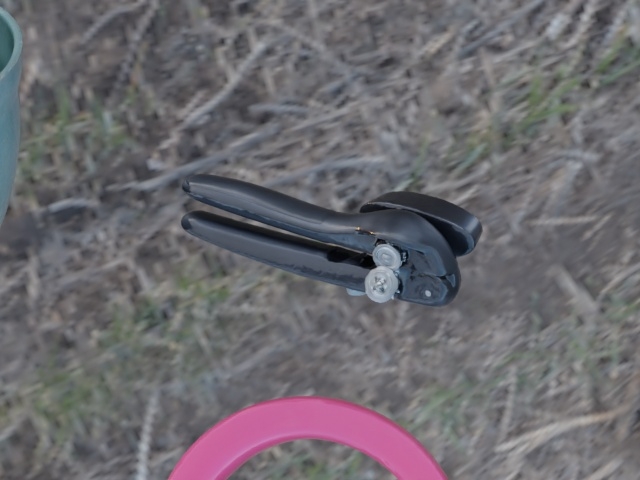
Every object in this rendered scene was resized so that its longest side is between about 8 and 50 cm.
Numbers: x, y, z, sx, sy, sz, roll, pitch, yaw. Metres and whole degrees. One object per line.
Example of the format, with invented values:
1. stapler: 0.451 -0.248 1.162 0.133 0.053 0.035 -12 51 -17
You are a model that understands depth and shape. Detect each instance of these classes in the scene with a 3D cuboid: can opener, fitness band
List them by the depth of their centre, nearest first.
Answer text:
1. can opener: 0.000 0.000 1.129 0.186 0.073 0.059 9 110 21
2. fitness band: -0.015 0.242 1.199 0.209 0.054 0.291 11 84 8

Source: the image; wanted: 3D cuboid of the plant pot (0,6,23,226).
1. plant pot: -0.323 -0.023 1.191 0.293 0.293 0.196 13 121 25
